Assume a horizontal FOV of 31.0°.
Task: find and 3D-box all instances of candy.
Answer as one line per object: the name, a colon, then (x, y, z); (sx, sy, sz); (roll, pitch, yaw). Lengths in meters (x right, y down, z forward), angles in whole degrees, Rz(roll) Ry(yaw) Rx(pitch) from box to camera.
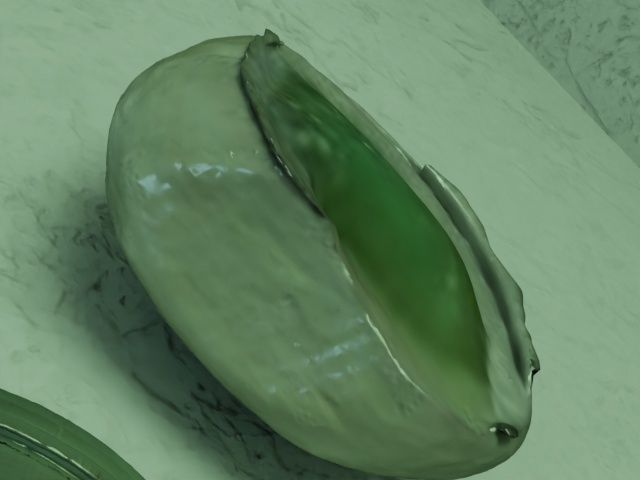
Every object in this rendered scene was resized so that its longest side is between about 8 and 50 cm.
candy: (0.000, 0.000, 0.923); (0.386, 0.186, 0.427); (44, 24, -12)

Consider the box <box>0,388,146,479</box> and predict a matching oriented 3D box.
box: (-0.162, 0.176, 0.412); (0.226, 0.226, 0.149); (35, 28, -11)
